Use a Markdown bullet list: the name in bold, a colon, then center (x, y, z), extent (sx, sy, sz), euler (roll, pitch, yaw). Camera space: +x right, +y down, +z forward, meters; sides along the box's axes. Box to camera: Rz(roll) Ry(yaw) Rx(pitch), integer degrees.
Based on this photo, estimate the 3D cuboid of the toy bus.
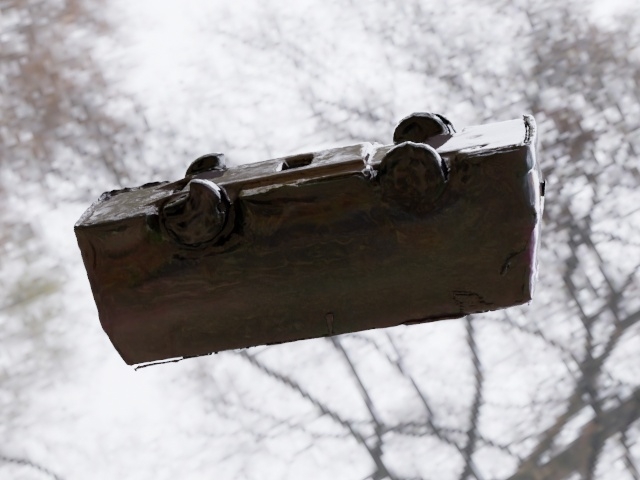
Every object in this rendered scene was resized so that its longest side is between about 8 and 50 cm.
- **toy bus**: center (0.000, 0.000, 1.146), extent (0.317, 0.112, 0.138), euler (-8, -74, 12)
